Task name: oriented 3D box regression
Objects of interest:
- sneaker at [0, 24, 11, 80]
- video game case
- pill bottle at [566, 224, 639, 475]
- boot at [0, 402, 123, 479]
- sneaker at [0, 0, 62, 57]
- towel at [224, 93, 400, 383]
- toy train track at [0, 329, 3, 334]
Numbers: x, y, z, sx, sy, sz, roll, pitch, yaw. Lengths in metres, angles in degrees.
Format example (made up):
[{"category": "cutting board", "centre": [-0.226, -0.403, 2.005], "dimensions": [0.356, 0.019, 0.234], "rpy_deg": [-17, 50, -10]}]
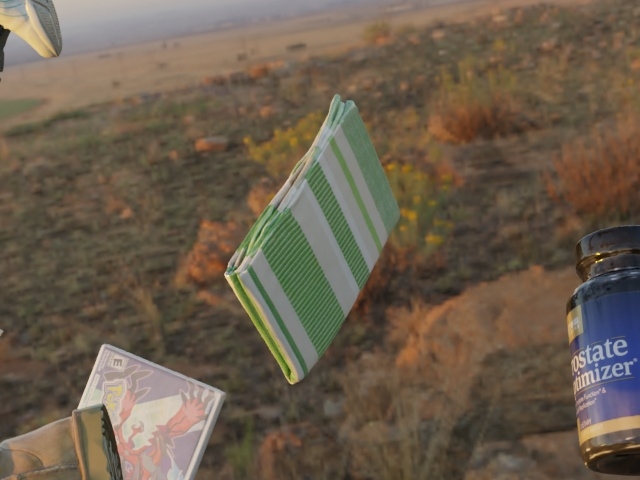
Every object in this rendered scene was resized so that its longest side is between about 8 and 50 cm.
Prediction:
[{"category": "sneaker", "centre": [-0.380, -0.295, 1.252], "dimensions": [0.125, 0.340, 0.140], "rpy_deg": [24, -1, 27]}, {"category": "video game case", "centre": [-0.243, 0.262, 1.494], "dimensions": [0.183, 0.201, 0.023], "rpy_deg": [20, -3, 14]}, {"category": "pill bottle", "centre": [0.298, 0.103, 1.071], "dimensions": [0.123, 0.219, 0.123], "rpy_deg": [-1, -25, 0]}, {"category": "boot", "centre": [-0.261, 0.235, 0.766], "dimensions": [0.270, 0.089, 0.236], "rpy_deg": [-15, 36, -6]}, {"category": "sneaker", "centre": [-0.279, -0.215, 0.976], "dimensions": [0.061, 0.152, 0.053], "rpy_deg": [-23, 42, 14]}, {"category": "towel", "centre": [0.000, 0.000, 1.498], "dimensions": [0.038, 0.248, 0.325], "rpy_deg": [7, 51, 32]}, {"category": "toy train track", "centre": [-0.498, 0.166, 1.684], "dimensions": [0.014, 0.048, 0.083], "rpy_deg": [-41, 20, 58]}]
